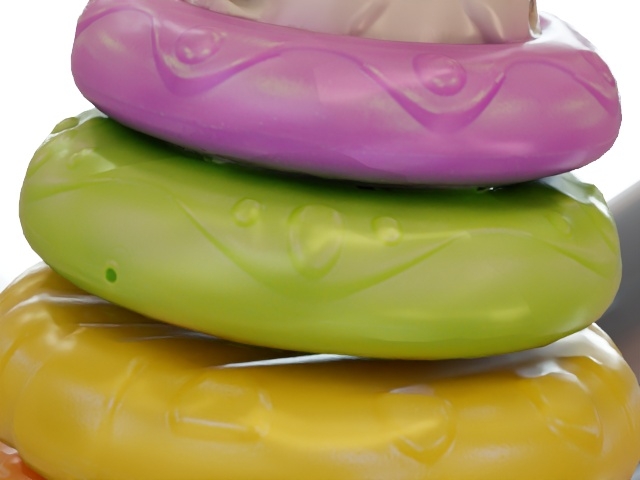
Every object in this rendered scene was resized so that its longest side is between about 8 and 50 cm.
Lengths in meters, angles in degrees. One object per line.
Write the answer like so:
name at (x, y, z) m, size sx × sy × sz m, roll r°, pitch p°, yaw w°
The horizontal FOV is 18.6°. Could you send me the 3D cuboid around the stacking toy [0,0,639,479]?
stacking toy at (0.000, 0.000, 0.376) m, size 0.175 × 0.301 × 0.166 m, roll 2°, pitch -164°, yaw -16°
